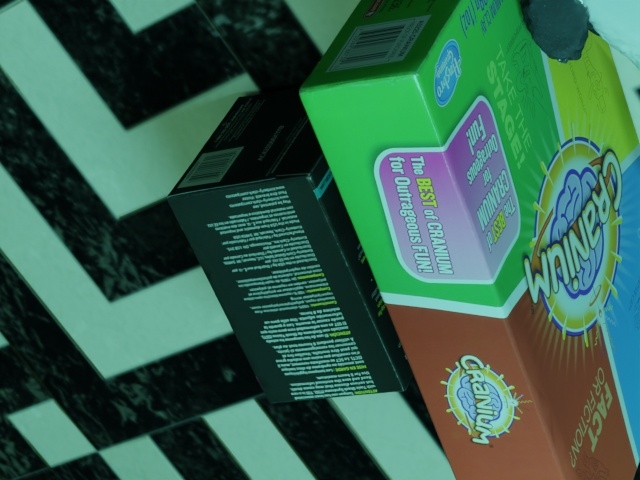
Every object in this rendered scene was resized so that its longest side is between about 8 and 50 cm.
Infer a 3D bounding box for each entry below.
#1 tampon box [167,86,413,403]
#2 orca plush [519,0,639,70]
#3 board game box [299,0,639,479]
[{"bbox_3d":[0.000,0.000,1.171,0.101,0.120,0.161,-7,121,29],"label":"tampon box"},{"bbox_3d":[0.198,-0.154,0.985,0.287,0.102,0.151,23,121,-15],"label":"orca plush"},{"bbox_3d":[0.109,-0.014,1.029,0.064,0.242,0.317,-6,123,29],"label":"board game box"}]
